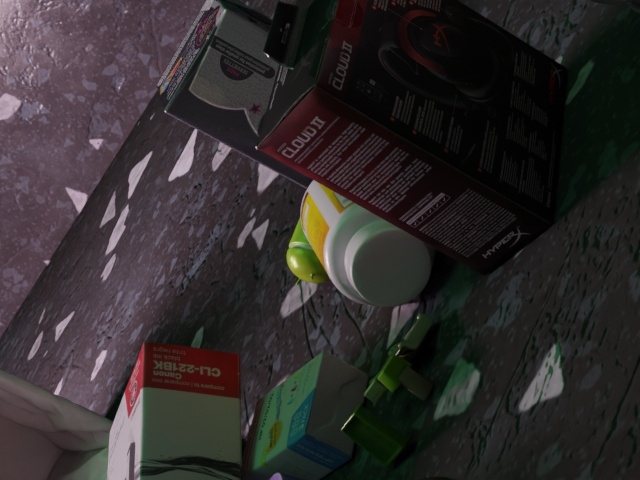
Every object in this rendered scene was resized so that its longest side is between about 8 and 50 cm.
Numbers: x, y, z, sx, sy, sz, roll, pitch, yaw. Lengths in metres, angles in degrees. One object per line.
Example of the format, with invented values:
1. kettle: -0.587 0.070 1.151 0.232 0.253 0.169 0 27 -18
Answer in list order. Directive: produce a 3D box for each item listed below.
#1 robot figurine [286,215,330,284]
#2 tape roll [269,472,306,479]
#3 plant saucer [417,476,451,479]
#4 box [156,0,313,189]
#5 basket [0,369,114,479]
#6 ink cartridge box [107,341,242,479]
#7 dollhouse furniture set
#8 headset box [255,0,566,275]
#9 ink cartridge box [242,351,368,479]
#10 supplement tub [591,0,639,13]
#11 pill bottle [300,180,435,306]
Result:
1. robot figurine: 0.000 0.000 1.810 0.101 0.067 0.115 -24 41 64
2. tape roll: -0.027 0.307 1.334 0.189 0.080 0.189 -164 90 -82
3. plant saucer: 0.063 0.275 1.291 0.168 0.029 0.168 -51 20 27
4. box: -0.067 -0.195 1.992 0.163 0.247 0.142 -58 20 11
5. basket: -0.519 0.370 2.257 0.328 0.331 0.266 -67 17 -16
6. ink cartridge box: -0.160 0.278 1.617 0.197 0.114 0.273 116 157 -46
7. dollhouse furniture set: 0.080 0.143 1.452 0.076 0.058 0.151 -55 -2 41
8. headset box: 0.080 -0.135 1.424 0.110 0.293 0.218 -43 26 44
9. ink cartridge box: -0.029 0.205 1.590 0.181 0.061 0.104 -42 26 47
10. supplement tub: 0.225 -0.352 1.290 0.241 0.331 0.241 -51 21 29
11. pill bottle: 0.052 -0.004 1.593 0.117 0.117 0.215 -58 18 10
